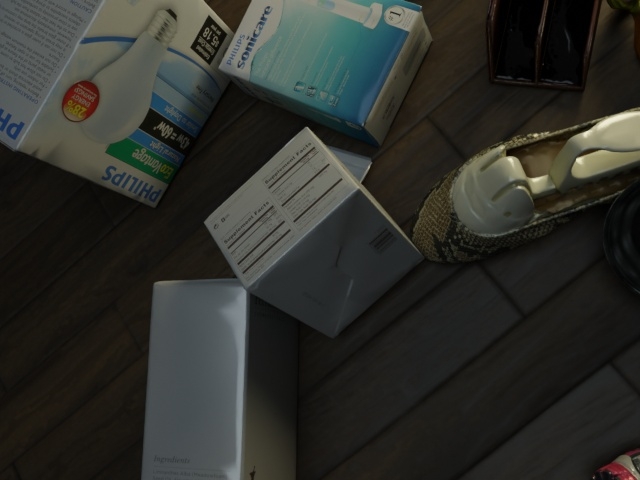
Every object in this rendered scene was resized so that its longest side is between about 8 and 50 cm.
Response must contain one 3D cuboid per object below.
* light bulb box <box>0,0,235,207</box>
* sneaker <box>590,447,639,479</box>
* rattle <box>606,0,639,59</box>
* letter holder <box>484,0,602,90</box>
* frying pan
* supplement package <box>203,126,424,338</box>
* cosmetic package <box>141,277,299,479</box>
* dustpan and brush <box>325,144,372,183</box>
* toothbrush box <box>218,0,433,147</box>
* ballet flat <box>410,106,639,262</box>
[{"bbox_3d":[-0.367,-0.293,1.106,0.225,0.358,0.361,31,91,23],"label":"light bulb box"},{"bbox_3d":[0.478,0.413,0.826,0.112,0.121,0.299,-22,80,-18],"label":"sneaker"},{"bbox_3d":[0.549,-0.382,0.980,0.199,0.130,0.143,-33,81,-18],"label":"rattle"},{"bbox_3d":[0.352,-0.413,0.969,0.152,0.214,0.302,11,83,20],"label":"letter holder"},{"bbox_3d":[0.462,-0.064,0.838,0.197,0.053,0.326,-9,104,35],"label":"frying pan"},{"bbox_3d":[0.000,0.000,0.967,0.204,0.262,0.145,-42,55,6],"label":"supplement package"},{"bbox_3d":[-0.143,0.296,0.988,0.161,0.230,0.453,-3,79,17],"label":"cosmetic package"},{"bbox_3d":[-0.016,-0.070,1.105,0.147,0.060,0.211,19,86,20],"label":"dustpan and brush"},{"bbox_3d":[0.009,-0.320,1.111,0.295,0.126,0.216,25,89,20],"label":"toothbrush box"},{"bbox_3d":[0.345,-0.103,0.929,0.482,0.182,0.164,-20,75,14],"label":"ballet flat"}]
